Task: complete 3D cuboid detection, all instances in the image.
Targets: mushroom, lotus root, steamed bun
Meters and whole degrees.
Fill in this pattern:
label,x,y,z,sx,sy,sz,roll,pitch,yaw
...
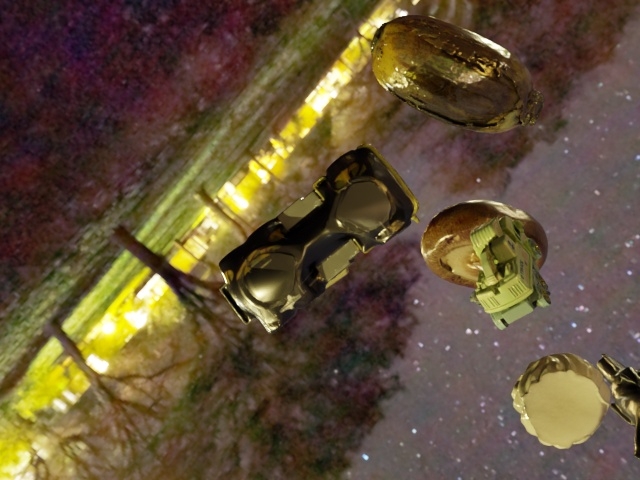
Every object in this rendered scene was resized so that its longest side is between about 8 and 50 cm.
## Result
label,x,y,z,sx,sy,sz,roll,pitch,yaw
mushroom,0.458,0.018,1.889,0.239,0.345,0.345,-54,-171,-28
lotus root,0.293,-0.352,1.454,0.179,0.397,0.196,-63,176,-53
steamed bun,0.456,0.302,1.306,0.183,0.183,0.106,-48,179,7

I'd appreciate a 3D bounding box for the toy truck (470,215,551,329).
label,x,y,z,sx,sy,sz,roll,pitch,yaw
toy truck,0.268,0.035,0.999,0.085,0.116,0.191,-32,-160,27

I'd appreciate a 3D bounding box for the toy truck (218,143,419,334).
label,x,y,z,sx,sy,sz,roll,pitch,yaw
toy truck,0.000,0.000,1.298,0.405,0.180,0.254,-39,176,15

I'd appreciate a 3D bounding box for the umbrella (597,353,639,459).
label,x,y,z,sx,sy,sz,roll,pitch,yaw
umbrella,0.441,0.222,0.905,0.118,0.118,0.340,-48,-176,8

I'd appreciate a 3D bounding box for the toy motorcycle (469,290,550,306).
label,x,y,z,sx,sy,sz,roll,pitch,yaw
toy motorcycle,0.449,0.127,1.586,0.124,0.193,0.061,72,15,-77
